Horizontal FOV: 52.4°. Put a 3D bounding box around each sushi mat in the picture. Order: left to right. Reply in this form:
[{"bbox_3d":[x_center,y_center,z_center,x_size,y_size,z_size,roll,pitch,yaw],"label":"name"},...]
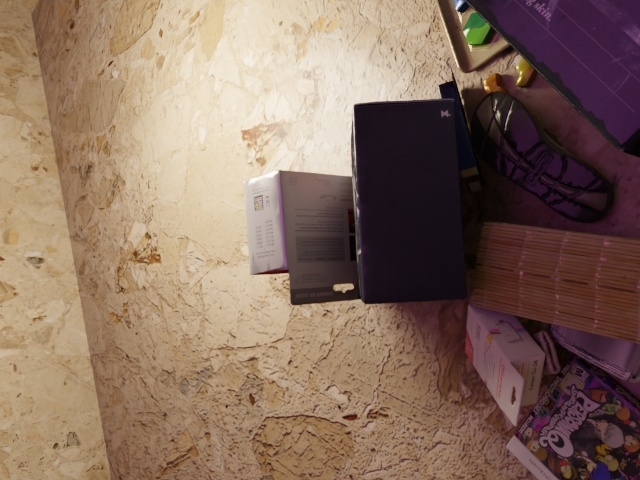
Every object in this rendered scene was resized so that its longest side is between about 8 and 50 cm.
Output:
[{"bbox_3d":[0.379,0.058,1.029,0.316,0.019,0.151,11,95,49],"label":"sushi mat"}]

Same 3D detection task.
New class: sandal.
[{"bbox_3d":[0.389,-0.144,1.169,0.303,0.086,0.120,48,118,18],"label":"sandal"}]

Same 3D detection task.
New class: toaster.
[{"bbox_3d":[0.478,0.123,1.033,0.227,0.129,0.146,31,116,44],"label":"toaster"}]

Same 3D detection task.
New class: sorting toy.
[{"bbox_3d":[0.341,-0.425,1.244,0.229,0.041,0.307,-29,69,43],"label":"sorting toy"}]

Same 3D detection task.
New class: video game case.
[{"bbox_3d":[0.458,0.346,1.112,0.210,0.041,0.232,45,121,36],"label":"video game case"}]

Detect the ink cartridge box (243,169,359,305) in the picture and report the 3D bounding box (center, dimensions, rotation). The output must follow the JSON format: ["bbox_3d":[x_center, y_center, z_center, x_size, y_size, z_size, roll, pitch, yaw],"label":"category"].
[{"bbox_3d":[0.000,0.000,1.411,0.130,0.309,0.272,-10,82,47],"label":"ink cartridge box"}]

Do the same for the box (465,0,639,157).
[{"bbox_3d":[0.446,-0.434,0.857,0.472,0.297,0.480,-49,64,27],"label":"box"}]

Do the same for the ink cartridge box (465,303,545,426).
[{"bbox_3d":[0.319,0.205,1.112,0.198,0.067,0.115,-113,16,-56],"label":"ink cartridge box"}]

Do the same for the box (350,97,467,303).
[{"bbox_3d":[0.152,-0.058,1.228,0.312,0.178,0.343,74,-167,-85],"label":"box"}]

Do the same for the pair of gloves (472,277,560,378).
[{"bbox_3d":[0.353,0.140,1.172,0.204,0.042,0.240,103,154,-65],"label":"pair of gloves"}]

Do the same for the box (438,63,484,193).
[{"bbox_3d":[0.269,-0.213,1.254,0.036,0.136,0.225,-14,77,17],"label":"box"}]
